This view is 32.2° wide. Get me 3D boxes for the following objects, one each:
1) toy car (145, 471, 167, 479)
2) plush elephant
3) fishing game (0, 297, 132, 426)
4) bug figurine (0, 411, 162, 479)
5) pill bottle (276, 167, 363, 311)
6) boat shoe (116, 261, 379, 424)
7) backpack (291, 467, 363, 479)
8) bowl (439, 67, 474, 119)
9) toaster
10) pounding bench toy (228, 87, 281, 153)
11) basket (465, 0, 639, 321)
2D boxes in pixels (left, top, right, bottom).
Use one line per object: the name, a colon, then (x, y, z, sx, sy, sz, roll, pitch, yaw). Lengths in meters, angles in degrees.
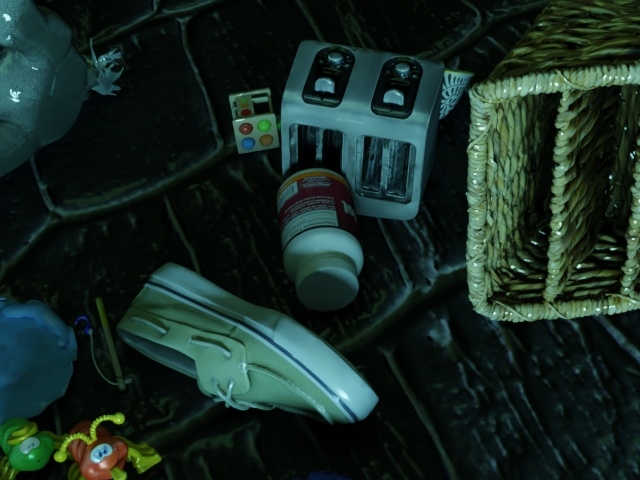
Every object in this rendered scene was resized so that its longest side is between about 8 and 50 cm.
toy car: (-0.148, 0.261, 0.948, 0.040, 0.060, 0.122, -30, 29, 23)
plush elephant: (-0.429, -0.233, 1.376, 0.255, 0.272, 0.330, 24, 21, 13)
fishing game: (-0.339, 0.129, 1.129, 0.264, 0.041, 0.189, -14, 43, -19)
bug figurine: (-0.285, 0.222, 0.936, 0.279, 0.072, 0.216, -34, 20, -24)
pill bottle: (0.000, 0.000, 1.181, 0.086, 0.086, 0.152, -8, 43, 0)
boat shoe: (-0.076, 0.116, 1.072, 0.302, 0.109, 0.094, 22, 65, 40)
backpack: (0.028, 0.245, 0.904, 0.120, 0.098, 0.101, 12, 43, 21)
bowl: (0.096, -0.175, 1.340, 0.170, 0.080, 0.170, 8, 12, -2)
toaster: (0.044, -0.119, 1.248, 0.168, 0.186, 0.110, 12, 48, 9)
pounding bench toy: (-0.067, -0.149, 1.375, 0.083, 0.052, 0.065, -10, 43, -3)
basket: (0.275, -0.060, 1.048, 0.213, 0.299, 0.223, 19, 47, 24)
